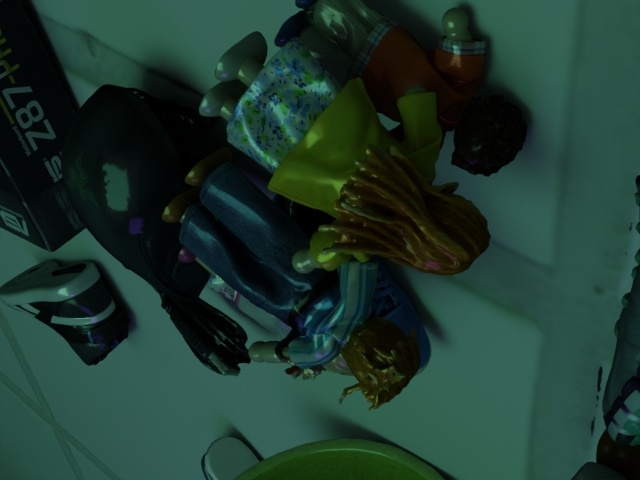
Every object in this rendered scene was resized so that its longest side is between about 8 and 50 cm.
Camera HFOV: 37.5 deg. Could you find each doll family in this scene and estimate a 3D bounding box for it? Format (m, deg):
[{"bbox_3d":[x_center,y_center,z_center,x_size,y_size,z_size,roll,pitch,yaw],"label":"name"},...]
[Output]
[{"bbox_3d":[0.000,0.000,0.496,0.163,0.118,0.263,39,129,13],"label":"doll family"}]

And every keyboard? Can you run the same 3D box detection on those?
[{"bbox_3d":[-0.093,-0.064,0.697,0.192,0.038,0.100,28,147,52],"label":"keyboard"}]

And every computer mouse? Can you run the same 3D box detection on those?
[{"bbox_3d":[-0.143,-0.004,0.746,0.188,0.072,0.272,46,159,29],"label":"computer mouse"}]

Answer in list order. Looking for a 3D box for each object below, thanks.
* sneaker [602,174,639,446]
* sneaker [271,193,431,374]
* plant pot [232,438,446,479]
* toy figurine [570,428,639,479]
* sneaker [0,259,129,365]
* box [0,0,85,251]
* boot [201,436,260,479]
[{"bbox_3d":[0.168,0.012,0.410,0.224,0.083,0.098,99,155,-57],"label":"sneaker"},{"bbox_3d":[0.022,0.022,0.611,0.152,0.058,0.084,52,160,10],"label":"sneaker"},{"bbox_3d":[0.035,0.353,0.804,0.276,0.276,0.254,23,153,40],"label":"plant pot"},{"bbox_3d":[0.213,0.197,0.474,0.209,0.148,0.213,8,132,58],"label":"toy figurine"},{"bbox_3d":[-0.302,0.093,1.118,0.217,0.079,0.121,-2,121,53],"label":"sneaker"},{"bbox_3d":[-0.391,-0.181,0.913,0.395,0.097,0.318,20,142,41],"label":"box"},{"bbox_3d":[-0.065,0.304,1.059,0.190,0.069,0.086,55,159,8],"label":"boot"}]
